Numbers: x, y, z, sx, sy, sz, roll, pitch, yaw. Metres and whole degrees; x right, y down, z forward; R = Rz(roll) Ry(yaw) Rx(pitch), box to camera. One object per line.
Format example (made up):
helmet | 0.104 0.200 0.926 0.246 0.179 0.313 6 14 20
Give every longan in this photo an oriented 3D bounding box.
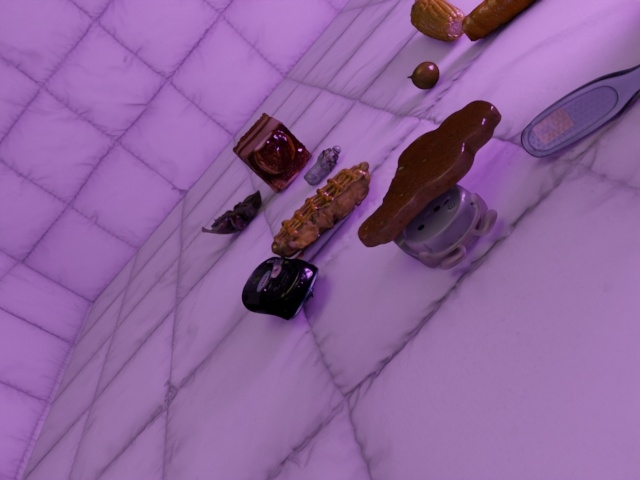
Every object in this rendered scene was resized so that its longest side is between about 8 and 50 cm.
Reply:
longan | 0.264 -0.424 1.201 0.083 0.075 0.075 8 58 30

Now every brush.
brush | 0.433 -0.223 0.677 0.296 0.068 0.060 -32 9 27

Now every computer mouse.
computer mouse | -0.083 0.110 1.038 0.233 0.096 0.137 0 61 54

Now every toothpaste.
toothpaste | 0.000 0.000 1.126 0.218 0.033 0.052 -47 22 -2

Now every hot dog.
hot dog | 0.460 -0.568 1.073 0.289 0.083 0.068 -32 50 35

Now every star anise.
star anise | -0.311 -0.083 1.695 0.262 0.081 0.230 -34 28 9

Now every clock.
clock | 0.203 -0.030 0.784 0.151 0.062 0.191 -49 26 4

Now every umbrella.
umbrella | 0.010 -0.223 1.385 0.143 0.062 0.067 -48 -6 8

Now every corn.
corn | 0.338 -0.634 1.341 0.106 0.106 0.305 -42 31 19

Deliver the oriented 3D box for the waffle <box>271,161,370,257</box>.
waffle | 0.002 -0.071 1.140 0.309 0.065 0.283 -29 21 46

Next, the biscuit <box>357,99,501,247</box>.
biscuit | 0.180 -0.114 0.810 0.320 0.047 0.183 -52 22 -14

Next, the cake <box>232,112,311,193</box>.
cake | -0.153 -0.297 1.603 0.196 0.199 0.293 -46 29 -1
